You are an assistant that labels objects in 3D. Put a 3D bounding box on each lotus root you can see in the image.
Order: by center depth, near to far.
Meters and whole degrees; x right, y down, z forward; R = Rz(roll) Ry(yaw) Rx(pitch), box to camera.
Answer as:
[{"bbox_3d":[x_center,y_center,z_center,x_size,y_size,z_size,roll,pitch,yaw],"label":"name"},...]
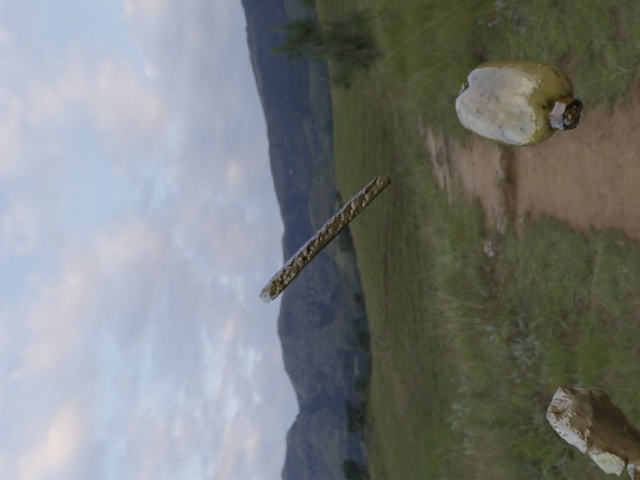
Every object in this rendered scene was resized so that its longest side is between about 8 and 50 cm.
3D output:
[{"bbox_3d":[0.374,-0.265,1.017,0.284,0.146,0.160,38,127,52],"label":"lotus root"}]

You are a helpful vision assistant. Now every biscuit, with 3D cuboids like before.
[{"bbox_3d":[0.001,-0.002,0.753,0.237,0.026,0.131,-46,2,-12],"label":"biscuit"}]

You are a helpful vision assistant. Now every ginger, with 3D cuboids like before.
[{"bbox_3d":[0.301,0.212,0.527,0.069,0.173,0.051,-40,-12,-32],"label":"ginger"}]
